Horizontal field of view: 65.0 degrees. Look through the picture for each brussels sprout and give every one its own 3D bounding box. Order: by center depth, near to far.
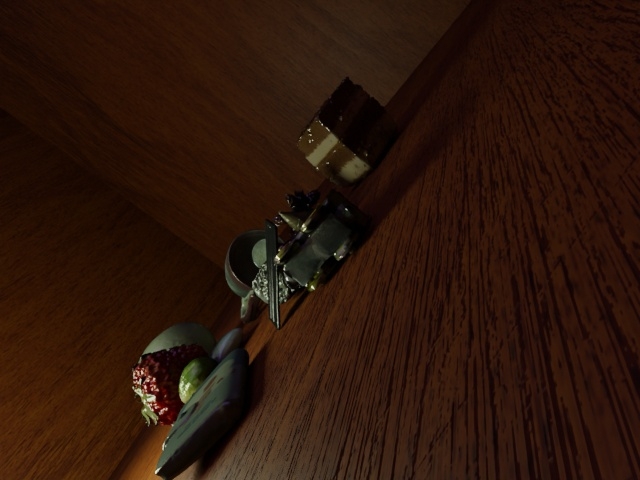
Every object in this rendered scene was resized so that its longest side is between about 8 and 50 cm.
[{"bbox_3d":[-0.377,0.433,1.563,0.155,0.117,0.155,-42,11,11],"label":"brussels sprout"}]

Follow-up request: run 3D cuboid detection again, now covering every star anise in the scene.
[{"bbox_3d":[-0.058,-0.095,1.783,0.220,0.190,0.126,-56,4,-17],"label":"star anise"}]

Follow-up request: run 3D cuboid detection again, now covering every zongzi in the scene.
[{"bbox_3d":[-0.030,-0.098,1.683,0.189,0.178,0.081,-56,15,-29],"label":"zongzi"}]

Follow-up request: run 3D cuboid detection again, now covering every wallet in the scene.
[{"bbox_3d":[-0.257,0.393,1.156,0.252,0.083,0.360,-48,7,-1],"label":"wallet"}]

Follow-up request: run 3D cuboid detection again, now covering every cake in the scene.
[{"bbox_3d":[0.097,-0.385,1.832,0.255,0.290,0.282,-57,9,-23],"label":"cake"}]

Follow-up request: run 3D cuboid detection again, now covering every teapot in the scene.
[{"bbox_3d":[-0.255,0.154,1.907,0.312,0.234,0.314,127,150,-64],"label":"teapot"}]

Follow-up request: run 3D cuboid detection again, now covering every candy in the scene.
[{"bbox_3d":[-0.321,0.369,1.694,0.138,0.071,0.174,-62,10,-32],"label":"candy"}]

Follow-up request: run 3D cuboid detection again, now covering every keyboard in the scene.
[{"bbox_3d":[-0.128,0.035,1.270,0.041,0.380,0.103,-12,18,-19],"label":"keyboard"}]

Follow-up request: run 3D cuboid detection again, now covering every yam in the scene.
[{"bbox_3d":[-0.127,0.051,1.600,0.093,0.093,0.259,-52,-16,7],"label":"yam"}]

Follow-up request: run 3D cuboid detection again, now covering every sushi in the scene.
[{"bbox_3d":[-0.093,0.081,1.394,0.225,0.124,0.127,-49,2,42],"label":"sushi"}]

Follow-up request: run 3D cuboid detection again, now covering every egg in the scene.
[{"bbox_3d":[-0.540,0.463,1.899,0.258,0.258,0.352,-44,10,50],"label":"egg"}]

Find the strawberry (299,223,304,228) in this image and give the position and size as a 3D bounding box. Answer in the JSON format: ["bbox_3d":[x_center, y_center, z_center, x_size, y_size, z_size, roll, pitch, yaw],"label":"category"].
[{"bbox_3d":[-0.027,0.021,1.541,0.121,0.082,0.188,3,-65,-61],"label":"strawberry"}]

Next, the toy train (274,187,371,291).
[{"bbox_3d":[0.000,0.000,1.186,0.261,0.134,0.177,-49,7,29],"label":"toy train"}]

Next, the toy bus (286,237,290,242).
[{"bbox_3d":[-0.074,-0.008,1.958,0.226,0.074,0.081,-49,8,36],"label":"toy bus"}]

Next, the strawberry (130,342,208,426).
[{"bbox_3d":[-0.465,0.487,1.663,0.150,0.253,0.280,0,4,37],"label":"strawberry"}]
